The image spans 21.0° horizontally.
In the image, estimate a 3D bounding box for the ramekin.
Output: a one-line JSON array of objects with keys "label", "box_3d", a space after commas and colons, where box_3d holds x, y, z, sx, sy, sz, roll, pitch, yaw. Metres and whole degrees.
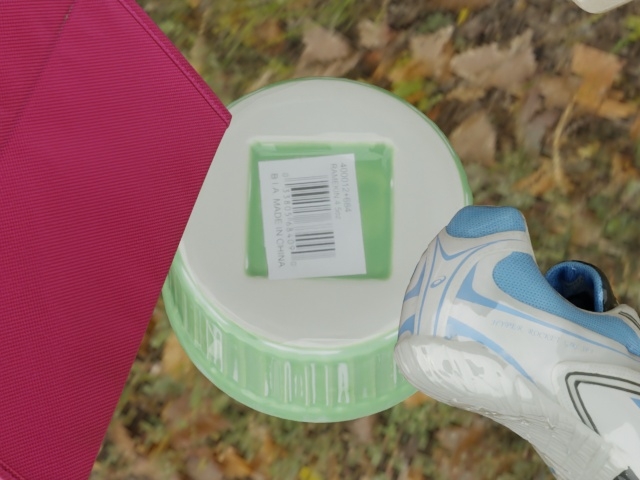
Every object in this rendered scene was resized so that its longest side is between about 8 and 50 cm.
[{"label": "ramekin", "box_3d": [0.000, 0.000, 1.564, 0.303, 0.303, 0.148, 19, 160, 7]}]

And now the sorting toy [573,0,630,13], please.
[{"label": "sorting toy", "box_3d": [0.179, -0.234, 1.155, 0.208, 0.038, 0.193, 35, 153, -21]}]

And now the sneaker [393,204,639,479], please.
[{"label": "sneaker", "box_3d": [0.119, 0.065, 0.731, 0.085, 0.086, 0.237, 12, 160, 44]}]

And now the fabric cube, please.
[{"label": "fabric cube", "box_3d": [-0.242, -0.023, 0.842, 0.254, 0.258, 0.259, -8, 138, 35]}]
